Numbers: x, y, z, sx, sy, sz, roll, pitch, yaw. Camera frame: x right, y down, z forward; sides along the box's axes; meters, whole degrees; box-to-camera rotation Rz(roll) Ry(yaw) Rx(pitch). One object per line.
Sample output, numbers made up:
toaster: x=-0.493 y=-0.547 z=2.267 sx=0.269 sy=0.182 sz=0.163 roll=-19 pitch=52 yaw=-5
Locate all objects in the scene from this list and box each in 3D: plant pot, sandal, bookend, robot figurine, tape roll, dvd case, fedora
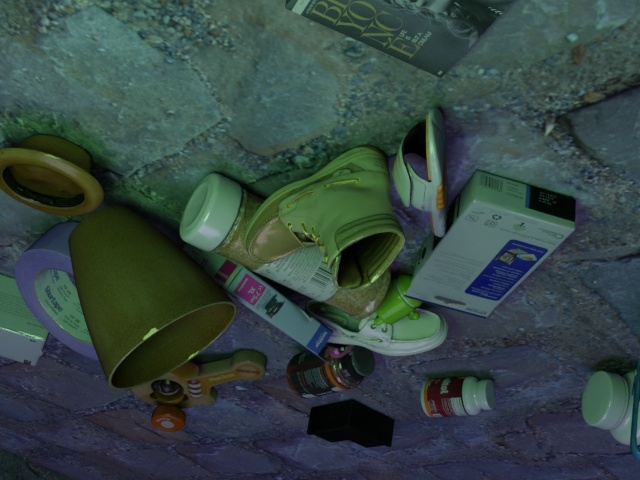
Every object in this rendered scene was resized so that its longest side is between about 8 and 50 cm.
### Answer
plant pot: x=-0.305 y=0.075 z=1.445 sx=0.237 sy=0.254 sz=0.237 roll=-33 pitch=163 yaw=-12
sandal: x=0.141 y=-0.082 z=1.248 sx=0.076 sy=0.102 sz=0.265 roll=2 pitch=150 yaw=10
bookend: x=0.077 y=0.475 z=2.232 sx=0.157 sy=0.072 sz=0.156 roll=31 pitch=145 yaw=-32
robot figurine: x=0.138 y=0.107 z=1.579 sx=0.115 sy=0.067 sz=0.101 roll=-37 pitch=90 yaw=22
tape roll: x=-0.437 y=0.100 z=1.650 sx=0.274 sy=0.090 sz=0.275 roll=17 pitch=134 yaw=19
dvd case: x=0.089 y=-0.280 z=1.015 sx=0.221 sy=0.018 sz=0.164 roll=21 pitch=148 yaw=-16
fedora: x=-0.432 y=-0.114 z=1.398 sx=0.194 sy=0.079 sz=0.194 roll=10 pitch=150 yaw=6

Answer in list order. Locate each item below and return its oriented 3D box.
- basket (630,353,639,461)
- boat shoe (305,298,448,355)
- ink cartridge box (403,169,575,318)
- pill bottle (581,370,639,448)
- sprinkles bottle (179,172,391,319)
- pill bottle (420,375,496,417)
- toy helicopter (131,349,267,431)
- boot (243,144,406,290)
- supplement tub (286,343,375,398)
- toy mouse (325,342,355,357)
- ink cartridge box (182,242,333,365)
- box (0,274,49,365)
basket: x=0.642 y=0.249 z=1.456 sx=0.254 sy=0.289 sz=0.201 roll=6 pitch=149 yaw=5
boat shoe: x=0.100 y=0.154 z=1.659 sx=0.277 sy=0.098 sz=0.096 roll=1 pitch=149 yaw=18
ink cartridge box: x=0.261 y=0.017 z=1.414 sx=0.165 sy=0.065 sz=0.333 roll=15 pitch=148 yaw=-8
pill bottle: x=0.672 y=0.347 z=1.749 sx=0.271 sy=0.152 sz=0.152 roll=17 pitch=149 yaw=-10
sprinkles bottle: x=-0.053 y=0.016 z=1.452 sx=0.355 sy=0.121 sz=0.121 roll=27 pitch=146 yaw=-25
pill bottle: x=0.304 y=0.343 z=1.924 sx=0.152 sy=0.086 sz=0.086 roll=-10 pitch=144 yaw=31
toy helicopter: x=-0.294 y=0.310 z=2.059 sx=0.355 sy=0.140 sz=0.235 roll=-17 pitch=132 yaw=22
boot: x=0.000 y=0.000 z=1.257 sx=0.262 sy=0.203 sz=0.095 roll=-31 pitch=129 yaw=18
supplement tub: x=0.025 y=0.275 z=1.880 sx=0.106 sy=0.106 sz=0.197 roll=32 pitch=144 yaw=-31
toy mouse: x=0.038 y=0.205 z=1.758 sx=0.143 sy=0.161 sz=0.031 roll=1 pitch=107 yaw=-7
ink cartridge box: x=-0.103 y=0.112 z=1.612 sx=0.185 sy=0.065 sz=0.311 roll=27 pitch=168 yaw=50
box: x=-0.681 y=0.172 z=1.919 sx=0.181 sy=0.119 sz=0.181 roll=19 pitch=148 yaw=-15
